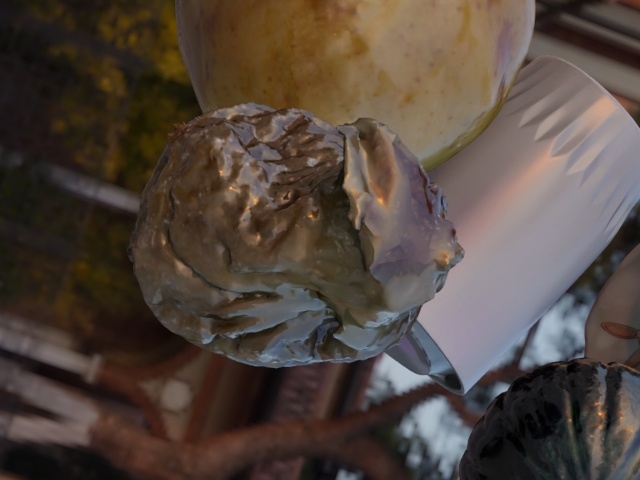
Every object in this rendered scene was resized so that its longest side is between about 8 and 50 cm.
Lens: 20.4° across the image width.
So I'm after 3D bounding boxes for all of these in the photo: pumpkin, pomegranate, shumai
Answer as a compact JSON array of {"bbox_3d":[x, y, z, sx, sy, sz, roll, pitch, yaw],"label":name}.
[{"bbox_3d":[0.198,0.183,1.339,0.194,0.194,0.150,-70,-159,2],"label":"pumpkin"},{"bbox_3d":[0.036,-0.206,1.814,0.410,0.410,0.410,-161,-90,-82],"label":"pomegranate"},{"bbox_3d":[0.000,0.000,1.079,0.175,0.206,0.166,5,-92,64],"label":"shumai"}]

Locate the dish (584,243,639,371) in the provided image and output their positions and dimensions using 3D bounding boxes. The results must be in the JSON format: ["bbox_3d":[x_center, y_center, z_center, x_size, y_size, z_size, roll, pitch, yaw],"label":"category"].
[{"bbox_3d":[0.421,0.098,2.168,0.229,0.081,0.229,-47,-155,30],"label":"dish"}]

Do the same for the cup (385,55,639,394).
[{"bbox_3d":[0.192,-0.020,2.053,0.371,0.253,0.253,-42,-175,-8],"label":"cup"}]
